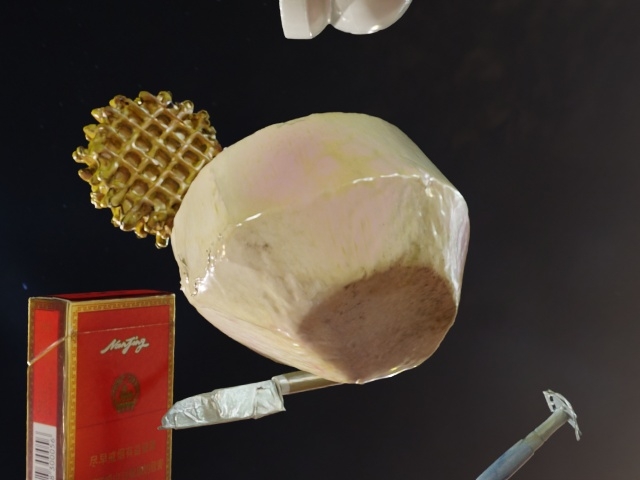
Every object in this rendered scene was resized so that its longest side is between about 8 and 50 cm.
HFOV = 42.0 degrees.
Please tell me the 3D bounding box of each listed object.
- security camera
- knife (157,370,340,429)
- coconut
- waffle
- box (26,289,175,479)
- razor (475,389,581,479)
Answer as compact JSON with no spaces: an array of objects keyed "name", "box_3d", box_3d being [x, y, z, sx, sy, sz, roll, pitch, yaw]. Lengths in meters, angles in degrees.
[{"name":"security camera","box_3d":[0.046,-0.440,1.397,0.236,0.194,0.194,-6,-51,2]},{"name":"knife","box_3d":[-0.055,0.175,0.942,0.298,0.047,0.017,-2,-33,-43]},{"name":"coconut","box_3d":[0.000,0.000,0.745,0.259,0.259,0.259,-21,-50,-27]},{"name":"waffle","box_3d":[-0.197,-0.090,1.029,0.197,0.193,0.070,-20,-12,-38]},{"name":"box","box_3d":[-0.231,0.175,0.888,0.153,0.074,0.239,0,-88,-52]},{"name":"razor","box_3d":[0.188,0.206,0.794,0.135,0.040,0.068,-41,-36,-4]}]
